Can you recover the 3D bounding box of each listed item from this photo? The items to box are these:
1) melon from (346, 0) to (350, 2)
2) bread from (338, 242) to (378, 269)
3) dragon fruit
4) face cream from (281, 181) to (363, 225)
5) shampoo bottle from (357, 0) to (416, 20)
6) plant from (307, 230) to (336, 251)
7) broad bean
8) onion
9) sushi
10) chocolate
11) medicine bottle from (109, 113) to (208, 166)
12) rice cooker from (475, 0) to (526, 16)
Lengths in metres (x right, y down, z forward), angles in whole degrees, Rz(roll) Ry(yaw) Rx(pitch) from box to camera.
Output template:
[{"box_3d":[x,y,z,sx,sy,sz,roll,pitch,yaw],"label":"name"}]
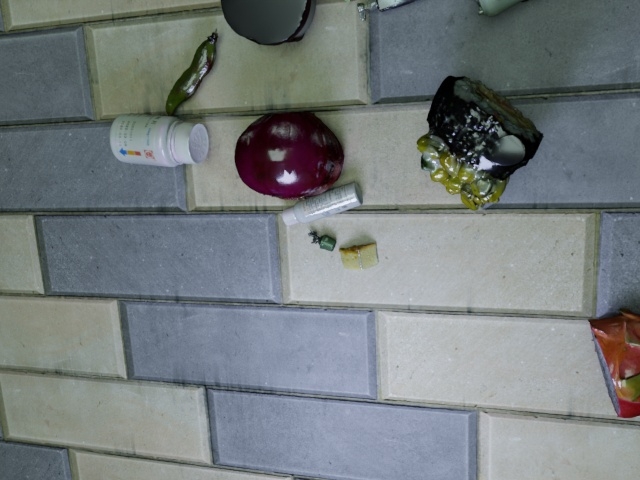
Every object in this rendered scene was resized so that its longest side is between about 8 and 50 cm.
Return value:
[{"box_3d":[0.127,-0.772,1.687,0.210,0.064,0.117,-23,99,22],"label":"melon"},{"box_3d":[0.125,0.056,1.890,0.109,0.080,0.084,0,105,52],"label":"bread"},{"box_3d":[0.897,0.330,1.588,0.226,0.305,0.305,-18,97,16],"label":"dragon fruit"},{"box_3d":[0.001,-0.112,1.855,0.269,0.082,0.081,-17,97,20],"label":"face cream"},{"box_3d":[0.209,-0.704,1.678,0.208,0.057,0.063,-11,103,19],"label":"shampoo bottle"},{"box_3d":[0.000,0.000,1.896,0.102,0.051,0.051,24,107,15],"label":"plant"},{"box_3d":[-0.418,-0.545,1.890,0.077,0.061,0.339,44,109,11],"label":"broad bean"},{"box_3d":[-0.104,-0.264,1.765,0.337,0.260,0.281,12,100,14],"label":"onion"},{"box_3d":[0.412,-0.262,1.583,0.329,0.328,0.285,38,120,4],"label":"sushi"},{"box_3d":[-0.138,-0.720,1.707,0.284,0.186,0.283,6,113,15],"label":"chocolate"},{"box_3d":[-0.536,-0.332,1.913,0.293,0.170,0.170,8,104,15],"label":"medicine bottle"},{"box_3d":[0.496,-0.727,1.507,0.244,0.226,0.226,-26,94,17],"label":"rice cooker"}]
